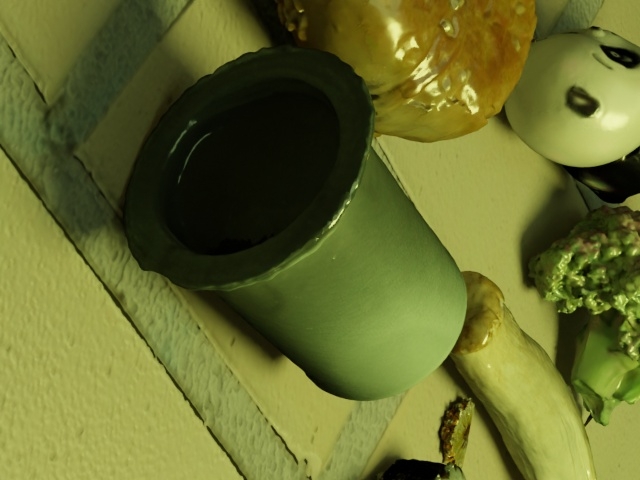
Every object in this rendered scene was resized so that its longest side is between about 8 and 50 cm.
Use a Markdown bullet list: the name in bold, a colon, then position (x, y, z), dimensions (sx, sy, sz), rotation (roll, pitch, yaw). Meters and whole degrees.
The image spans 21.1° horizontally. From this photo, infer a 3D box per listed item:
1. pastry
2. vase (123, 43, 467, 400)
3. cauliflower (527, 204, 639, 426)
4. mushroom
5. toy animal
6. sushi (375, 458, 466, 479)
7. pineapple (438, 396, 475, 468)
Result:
- **pastry**: position (0.073, -0.242, 1.656), dimensions (0.315, 0.184, 0.284), rotation (37, 68, -46)
- **vase**: position (0.000, 0.000, 1.543), dimensions (0.291, 0.245, 0.245), rotation (46, 55, -49)
- **cauliflower**: position (0.366, 0.097, 2.029), dimensions (0.239, 0.256, 0.315), rotation (3, 117, -55)
- **mushroom**: position (0.222, 0.181, 1.907), dimensions (0.351, 0.095, 0.123), rotation (57, 28, -30)
- **toy animal**: position (0.316, -0.154, 1.965), dimensions (0.235, 0.187, 0.165), rotation (29, 84, -47)
- **sushi**: position (0.086, 0.283, 1.747), dimensions (0.150, 0.078, 0.090), rotation (-40, 126, -46)
- **pineapple**: position (0.148, 0.210, 1.876), dimensions (0.045, 0.019, 0.083), rotation (29, 69, -51)
